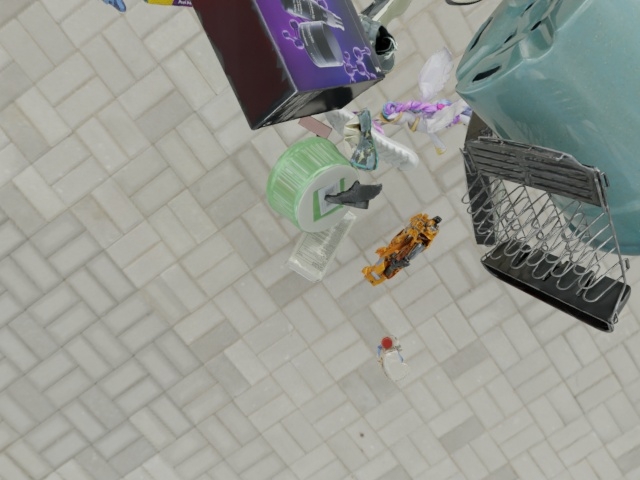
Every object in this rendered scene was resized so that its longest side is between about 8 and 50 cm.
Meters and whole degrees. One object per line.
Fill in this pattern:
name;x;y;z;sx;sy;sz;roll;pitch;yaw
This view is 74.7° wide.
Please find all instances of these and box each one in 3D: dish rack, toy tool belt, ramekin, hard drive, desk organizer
dish rack;0.281;-0.015;0.551;0.074;0.208;0.271;-46;126;-7
toy tool belt;0.119;0.198;0.725;0.052;0.051;0.083;-22;98;-3
ramekin;-0.014;-0.171;1.384;0.303;0.303;0.148;-52;56;8
hard drive;0.445;-0.181;1.131;0.064;0.237;0.339;2;142;30
desk organizer;-0.022;-0.441;1.633;0.130;0.047;0.050;29;90;-3

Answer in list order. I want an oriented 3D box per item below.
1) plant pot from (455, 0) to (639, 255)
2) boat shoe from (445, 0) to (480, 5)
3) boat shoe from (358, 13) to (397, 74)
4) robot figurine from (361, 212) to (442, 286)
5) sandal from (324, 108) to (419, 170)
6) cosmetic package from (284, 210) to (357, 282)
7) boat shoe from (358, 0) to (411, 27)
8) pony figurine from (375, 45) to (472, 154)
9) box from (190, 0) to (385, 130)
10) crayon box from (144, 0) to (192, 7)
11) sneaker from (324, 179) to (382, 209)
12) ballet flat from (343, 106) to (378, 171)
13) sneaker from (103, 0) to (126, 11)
plant pot;0.394;-0.208;0.583;0.334;0.341;0.341;33;99;-15
boat shoe;0.221;-0.359;0.582;0.137;0.043;0.049;-34;102;-13
boat shoe;0.187;-0.602;1.326;0.099;0.319;0.116;22;97;26
robot figurine;0.244;0.025;1.265;0.085;0.211;0.291;41;141;1
sandal;0.197;-0.407;1.598;0.416;0.169;0.102;34;75;-4
cosmetic package;0.000;0.000;1.645;0.153;0.129;0.296;34;73;-5
boat shoe;0.249;-0.909;1.620;0.113;0.127;0.340;34;76;17
pony figurine;0.435;-0.485;1.588;0.363;0.351;0.303;12;64;-32
box;-0.052;-0.294;0.532;0.103;0.184;0.261;-21;96;45
crayon box;-0.209;-0.671;0.885;0.106;0.362;0.313;46;134;21
sneaker;0.102;-0.149;1.305;0.170;0.051;0.089;12;101;4
ballet flat;0.077;-0.215;0.862;0.070;0.189;0.070;-2;137;-1
sneaker;-0.632;-0.713;1.209;0.144;0.053;0.059;39;71;-31
